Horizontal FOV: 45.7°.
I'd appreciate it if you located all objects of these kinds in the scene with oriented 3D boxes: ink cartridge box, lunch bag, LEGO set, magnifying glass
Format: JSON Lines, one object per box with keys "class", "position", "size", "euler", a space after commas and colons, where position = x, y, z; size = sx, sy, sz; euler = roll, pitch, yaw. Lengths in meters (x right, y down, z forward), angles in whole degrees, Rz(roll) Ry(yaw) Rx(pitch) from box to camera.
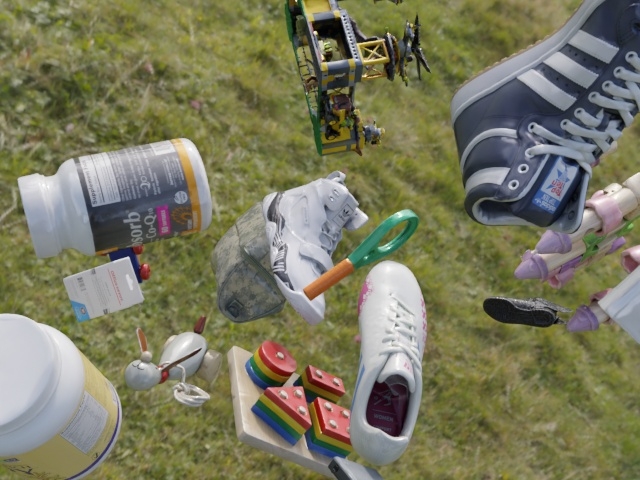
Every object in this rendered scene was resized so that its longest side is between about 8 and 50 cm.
{"class": "ink cartridge box", "position": [-0.457, 0.102, 1.649], "size": [0.060, 0.180, 0.104], "euler": [-27, 100, -69]}
{"class": "lunch bag", "position": [-0.177, 0.068, 2.042], "size": [0.212, 0.256, 0.305], "euler": [49, 6, -23]}
{"class": "LEGO set", "position": [0.067, -0.293, 1.085], "size": [0.192, 0.255, 0.331], "euler": [-10, 57, -6]}
{"class": "magnifying glass", "position": [0.070, 0.025, 1.271], "size": [0.231, 0.092, 0.026], "euler": [-36, 64, -10]}

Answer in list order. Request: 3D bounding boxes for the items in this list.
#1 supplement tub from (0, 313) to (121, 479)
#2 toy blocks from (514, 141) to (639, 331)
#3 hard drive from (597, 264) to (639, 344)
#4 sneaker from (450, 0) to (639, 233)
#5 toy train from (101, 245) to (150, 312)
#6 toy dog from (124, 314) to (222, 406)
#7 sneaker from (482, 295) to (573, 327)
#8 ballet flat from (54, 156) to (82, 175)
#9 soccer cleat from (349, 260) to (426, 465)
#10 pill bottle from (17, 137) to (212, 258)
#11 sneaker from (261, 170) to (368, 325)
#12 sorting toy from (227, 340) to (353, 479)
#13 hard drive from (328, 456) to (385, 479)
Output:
{"class": "supplement tub", "position": [-0.523, 0.294, 1.384], "size": [0.241, 0.331, 0.241], "euler": [-3, 60, 5]}
{"class": "toy blocks", "position": [0.445, 0.000, 1.367], "size": [0.260, 0.288, 0.309], "euler": [-28, 67, -6]}
{"class": "hard drive", "position": [0.491, 0.034, 0.826], "size": [0.203, 0.307, 0.040], "euler": [42, 13, -5]}
{"class": "sneaker", "position": [0.220, -0.104, 0.611], "size": [0.099, 0.282, 0.153], "euler": [21, 58, -30]}
{"class": "toy train", "position": [-0.473, 0.047, 1.905], "size": [0.105, 0.248, 0.143], "euler": [-2, 43, 1]}
{"class": "toy dog", "position": [-0.355, 0.275, 1.898], "size": [0.220, 0.161, 0.333], "euler": [15, 5, -3]}
{"class": "sneaker", "position": [0.419, 0.141, 1.533], "size": [0.170, 0.051, 0.089], "euler": [12, 14, 21]}
{"class": "ballet flat", "position": [-0.545, -0.142, 1.658], "size": [0.041, 0.041, 0.114], "euler": [43, 63, 8]}
{"class": "soccer cleat", "position": [0.115, 0.169, 1.147], "size": [0.116, 0.143, 0.331], "euler": [11, 63, -7]}
{"class": "pill bottle", "position": [-0.328, -0.064, 1.224], "size": [0.278, 0.162, 0.162], "euler": [-14, 58, -18]}
{"class": "sneaker", "position": [0.000, 0.000, 1.669], "size": [0.137, 0.210, 0.366], "euler": [49, 19, -47]}
{"class": "sorting toy", "position": [-0.049, 0.323, 1.525], "size": [0.255, 0.089, 0.257], "euler": [29, 21, -26]}
{"class": "hard drive", "position": [0.078, 0.342, 0.994], "size": [0.094, 0.022, 0.135], "euler": [31, 5, -39]}
